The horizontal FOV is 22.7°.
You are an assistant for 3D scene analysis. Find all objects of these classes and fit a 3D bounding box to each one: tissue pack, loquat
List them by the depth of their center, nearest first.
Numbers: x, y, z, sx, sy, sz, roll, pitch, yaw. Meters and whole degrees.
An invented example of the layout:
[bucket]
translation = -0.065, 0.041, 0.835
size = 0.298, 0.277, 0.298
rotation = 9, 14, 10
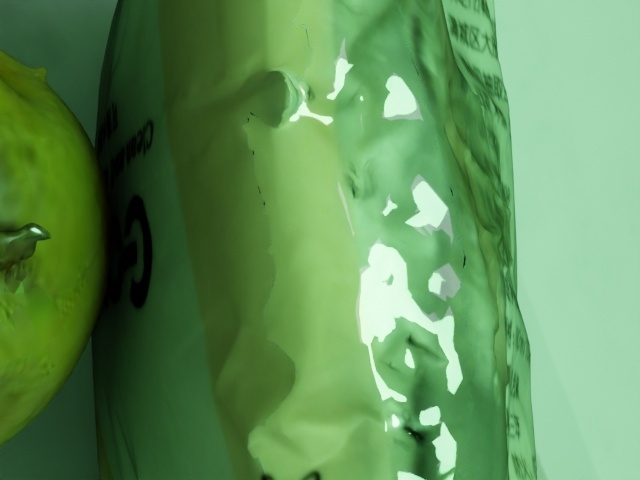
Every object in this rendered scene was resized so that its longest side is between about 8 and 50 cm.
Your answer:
[loquat]
translation = -0.180, 0.006, 0.594
size = 0.213, 0.213, 0.213
rotation = 9, 78, -46
[tissue pack]
translation = 0.000, 0.000, 0.686
size = 0.195, 0.375, 0.390
rotation = -2, 79, -10
